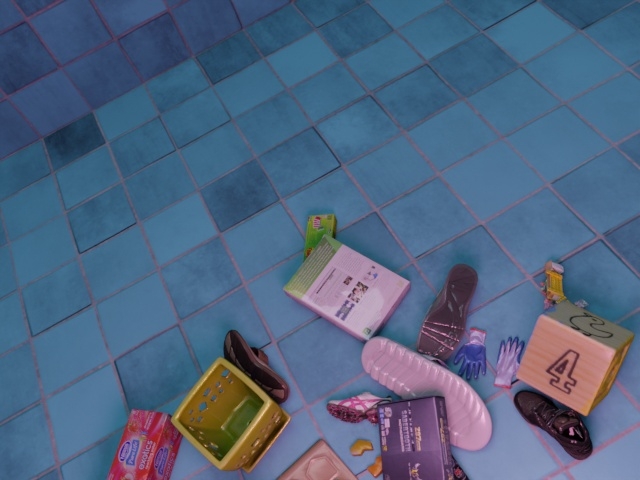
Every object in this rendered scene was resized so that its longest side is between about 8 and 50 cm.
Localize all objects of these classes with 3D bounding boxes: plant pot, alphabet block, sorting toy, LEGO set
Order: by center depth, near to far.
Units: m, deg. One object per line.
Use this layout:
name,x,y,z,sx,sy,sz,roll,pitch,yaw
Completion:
alphabet block,0.642,0.291,1.779,0.197,0.193,0.192,27,25,31
sorting toy,0.026,0.639,1.871,0.307,0.041,0.229,-41,54,-12
plant pot,-0.229,0.492,1.940,0.228,0.207,0.227,33,80,34
LEGO set,0.669,0.186,1.965,0.132,0.107,0.287,-2,42,-26

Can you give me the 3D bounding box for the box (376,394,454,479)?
box,0.240,0.523,1.794,0.183,0.059,0.232,-18,66,36

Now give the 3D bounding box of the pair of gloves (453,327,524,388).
pair of gloves,0.476,0.326,1.955,0.198,0.023,0.159,10,60,25

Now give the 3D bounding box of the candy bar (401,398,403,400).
candy bar,0.225,0.504,1.916,0.040,0.018,0.161,5,59,21

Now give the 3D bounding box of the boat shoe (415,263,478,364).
boat shoe,0.362,0.221,2.030,0.118,0.103,0.320,21,69,8

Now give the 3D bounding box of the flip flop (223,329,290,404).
flip flop,-0.187,0.374,2.101,0.277,0.080,0.112,37,118,22

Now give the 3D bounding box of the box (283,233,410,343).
box,0.081,0.147,2.160,0.322,0.058,0.232,30,69,21

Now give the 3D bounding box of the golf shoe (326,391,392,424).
golf shoe,0.111,0.462,1.959,0.186,0.067,0.086,4,42,12

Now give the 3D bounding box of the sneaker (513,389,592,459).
sneaker,0.584,0.442,1.773,0.087,0.130,0.227,-38,51,-12

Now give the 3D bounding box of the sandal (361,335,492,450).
sandal,0.299,0.390,1.909,0.416,0.102,0.169,38,112,24

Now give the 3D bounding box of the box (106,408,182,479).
box,-0.500,0.624,2.003,0.128,0.122,0.256,2,57,20

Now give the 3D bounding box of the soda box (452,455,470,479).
soda box,0.311,0.575,1.800,0.169,0.053,0.060,53,124,37

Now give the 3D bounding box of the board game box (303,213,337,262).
board game box,0.000,0.000,2.327,0.092,0.043,0.181,-5,55,15
